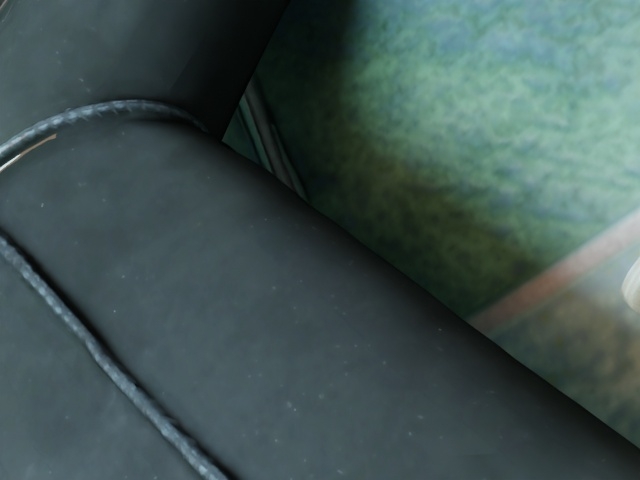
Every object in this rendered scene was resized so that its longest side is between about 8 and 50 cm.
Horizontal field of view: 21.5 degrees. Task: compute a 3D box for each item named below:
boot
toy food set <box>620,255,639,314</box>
[{"bbox_3d":[-0.001,0.002,0.672,0.367,0.146,0.445,-52,49,5],"label":"boot"},{"bbox_3d":[0.243,0.038,0.525,0.219,0.092,0.306,-55,45,23],"label":"toy food set"}]
